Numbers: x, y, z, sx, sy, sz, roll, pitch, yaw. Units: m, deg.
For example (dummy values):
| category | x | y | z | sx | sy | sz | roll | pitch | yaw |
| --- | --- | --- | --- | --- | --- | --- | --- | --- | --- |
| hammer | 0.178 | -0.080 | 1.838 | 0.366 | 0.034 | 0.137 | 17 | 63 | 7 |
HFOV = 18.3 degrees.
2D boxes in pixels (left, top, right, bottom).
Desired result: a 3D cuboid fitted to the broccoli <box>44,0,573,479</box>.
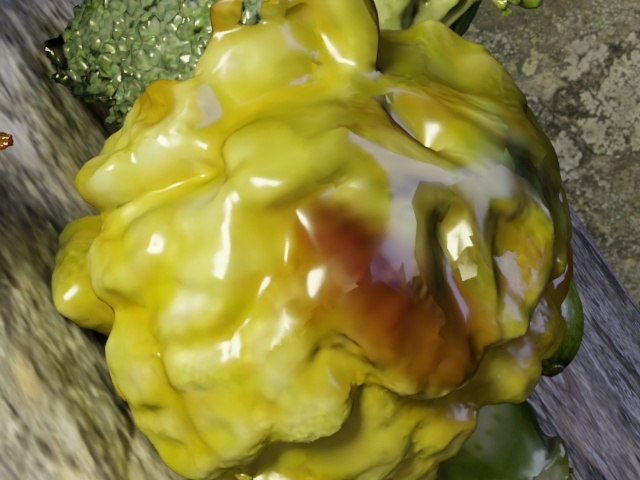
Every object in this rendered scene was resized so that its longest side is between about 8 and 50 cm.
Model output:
| category | x | y | z | sx | sy | sz | roll | pitch | yaw |
| --- | --- | --- | --- | --- | --- | --- | --- | --- | --- |
| broccoli | 0.024 | -0.014 | 0.960 | 0.361 | 0.221 | 0.252 | 59 | -20 | 4 |

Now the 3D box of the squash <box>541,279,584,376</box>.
| category | x | y | z | sx | sy | sz | roll | pitch | yaw |
| --- | --- | --- | --- | --- | --- | --- | --- | --- | --- |
| squash | 0.152 | 0.029 | 1.589 | 0.188 | 0.095 | 0.095 | 64 | 14 | 24 |

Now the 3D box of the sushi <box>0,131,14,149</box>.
| category | x | y | z | sx | sy | sz | roll | pitch | yaw |
| --- | --- | --- | --- | --- | --- | --- | --- | --- | --- |
| sushi | -0.156 | -0.063 | 0.640 | 0.120 | 0.052 | 0.055 | 53 | -4 | -23 |

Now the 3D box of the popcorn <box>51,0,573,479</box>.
| category | x | y | z | sx | sy | sz | roll | pitch | yaw |
| --- | --- | --- | --- | --- | --- | --- | --- | --- | --- |
| popcorn | -0.001 | 0.001 | 0.767 | 0.189 | 0.169 | 0.218 | 49 | 43 | -5 |
